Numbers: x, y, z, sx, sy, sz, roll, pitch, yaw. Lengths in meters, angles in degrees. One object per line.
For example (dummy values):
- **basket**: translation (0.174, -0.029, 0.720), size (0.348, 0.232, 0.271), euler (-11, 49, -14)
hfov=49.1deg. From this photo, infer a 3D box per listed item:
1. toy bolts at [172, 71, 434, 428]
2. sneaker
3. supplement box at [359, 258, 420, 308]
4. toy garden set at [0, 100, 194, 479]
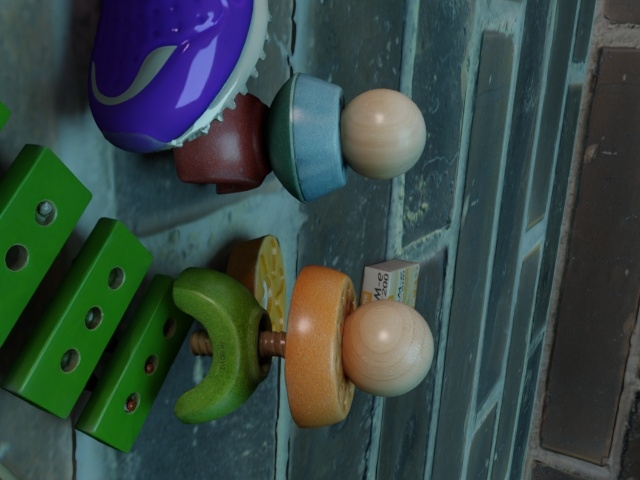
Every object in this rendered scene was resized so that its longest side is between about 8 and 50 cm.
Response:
- **toy bolts**: translation (0.000, 0.000, 0.499), size (0.218, 0.158, 0.229), euler (-18, 106, -79)
- **sneaker**: translation (-0.089, -0.198, 0.374), size (0.146, 0.102, 0.294), euler (35, 65, -56)
- **supplement box**: translation (0.086, 0.059, 0.859), size (0.098, 0.036, 0.062), euler (-11, 109, -60)
- **toy garden set**: translation (-0.176, 0.062, 0.358), size (0.204, 0.049, 0.244), euler (-67, 151, -25)
